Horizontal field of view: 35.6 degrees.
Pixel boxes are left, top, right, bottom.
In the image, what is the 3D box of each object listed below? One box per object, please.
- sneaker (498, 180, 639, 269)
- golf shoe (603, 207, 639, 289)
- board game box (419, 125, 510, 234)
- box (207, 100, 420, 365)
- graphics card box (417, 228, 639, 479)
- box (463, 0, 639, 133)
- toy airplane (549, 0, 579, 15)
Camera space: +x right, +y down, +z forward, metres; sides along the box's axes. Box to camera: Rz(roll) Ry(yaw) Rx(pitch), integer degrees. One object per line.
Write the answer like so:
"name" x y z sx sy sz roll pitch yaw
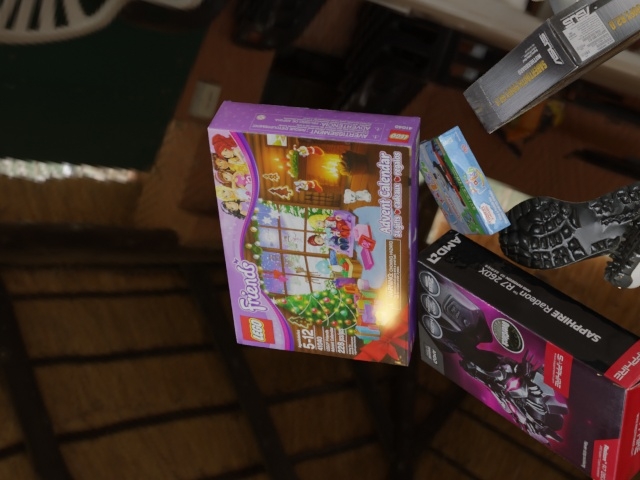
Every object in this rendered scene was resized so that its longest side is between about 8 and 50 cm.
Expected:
"sneaker" 0.394 -0.009 1.419 0.283 0.107 0.124 -8 167 43
"golf shoe" 0.306 -0.018 0.749 0.094 0.198 0.077 48 180 -2
"board game box" 0.205 -0.085 1.508 0.160 0.039 0.211 61 175 -3
"box" 0.000 0.000 1.042 0.200 0.293 0.057 6 -140 13
"graphics card box" 0.296 0.163 1.408 0.094 0.233 0.371 -35 -131 -25
"box" 0.281 -0.212 1.033 0.056 0.231 0.183 57 157 3
"toy airplane" 0.510 -0.453 1.561 0.385 0.385 0.272 18 152 -6
